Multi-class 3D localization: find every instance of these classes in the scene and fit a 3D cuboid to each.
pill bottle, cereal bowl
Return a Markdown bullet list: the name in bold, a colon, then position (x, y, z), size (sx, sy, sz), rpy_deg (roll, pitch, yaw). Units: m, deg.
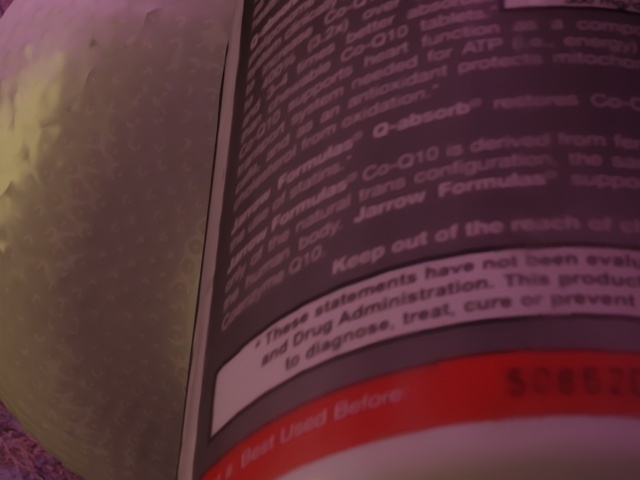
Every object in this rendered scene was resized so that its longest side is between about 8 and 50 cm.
- **pill bottle**: position (0.068, -0.009, 0.572), size (0.210, 0.210, 0.363), rpy_deg (103, 173, -48)
- **cereal bowl**: position (0.000, 0.000, 0.836), size (0.141, 0.339, 0.339), rpy_deg (-129, 42, -53)
